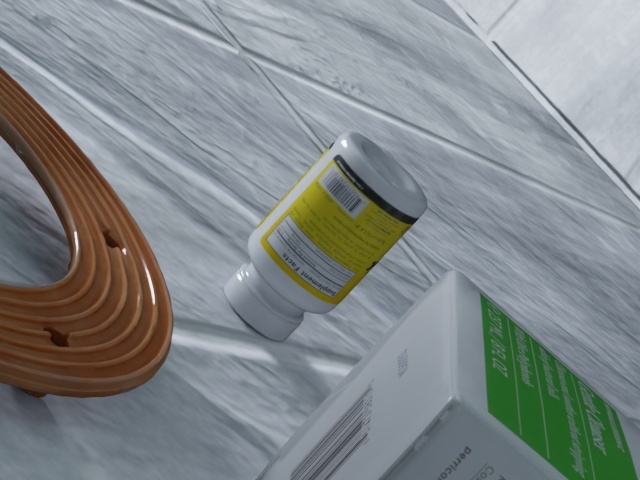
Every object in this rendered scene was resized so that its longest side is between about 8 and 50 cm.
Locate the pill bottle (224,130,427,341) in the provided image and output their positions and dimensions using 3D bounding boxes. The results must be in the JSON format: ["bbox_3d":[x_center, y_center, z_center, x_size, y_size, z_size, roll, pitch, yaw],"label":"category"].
[{"bbox_3d":[0.000,0.000,1.074,0.065,0.116,0.065,40,16,-14],"label":"pill bottle"}]

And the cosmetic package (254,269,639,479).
[{"bbox_3d":[0.143,0.203,0.813,0.365,0.155,0.197,40,13,-8],"label":"cosmetic package"}]

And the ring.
[{"bbox_3d":[-0.204,-0.048,0.859,0.336,0.032,0.336,39,15,-12],"label":"ring"}]
